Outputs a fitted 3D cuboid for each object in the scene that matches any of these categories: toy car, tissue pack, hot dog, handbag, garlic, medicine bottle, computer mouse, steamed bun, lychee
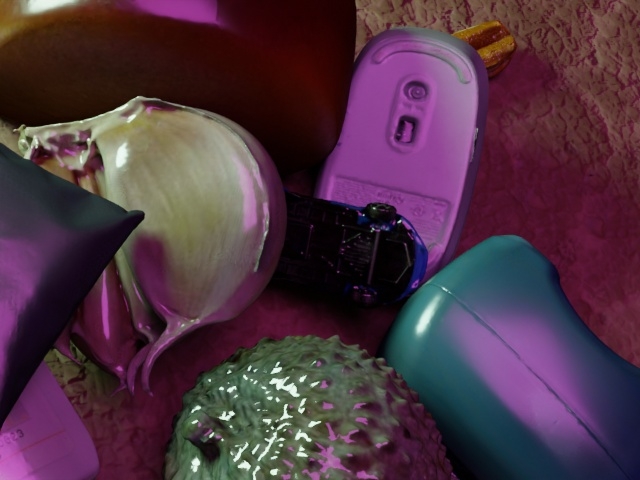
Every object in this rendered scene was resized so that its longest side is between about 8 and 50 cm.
[{"bbox_3d":[0.000,0.000,1.637,0.216,0.063,0.103,13,102,10],"label":"toy car"},{"bbox_3d":[0.186,0.156,1.591,0.287,0.198,0.206,46,70,3],"label":"tissue pack"},{"bbox_3d":[0.156,-0.199,1.853,0.144,0.038,0.062,-27,79,-27],"label":"hot dog"},{"bbox_3d":[-0.301,0.020,1.420,0.211,0.088,0.254,31,64,-2],"label":"handbag"},{"bbox_3d":[-0.161,-0.006,1.539,0.237,0.210,0.292,-18,79,-35],"label":"garlic"},{"bbox_3d":[-0.330,0.124,1.472,0.161,0.111,0.296,-29,79,-29],"label":"medicine bottle"},{"bbox_3d":[0.083,-0.083,1.730,0.159,0.097,0.288,13,81,3],"label":"computer mouse"},{"bbox_3d":[-0.142,-0.219,1.631,0.379,0.248,0.235,14,60,-12],"label":"steamed bun"},{"bbox_3d":[-0.010,0.212,1.479,0.274,0.255,0.255,27,54,-38],"label":"lychee"}]
